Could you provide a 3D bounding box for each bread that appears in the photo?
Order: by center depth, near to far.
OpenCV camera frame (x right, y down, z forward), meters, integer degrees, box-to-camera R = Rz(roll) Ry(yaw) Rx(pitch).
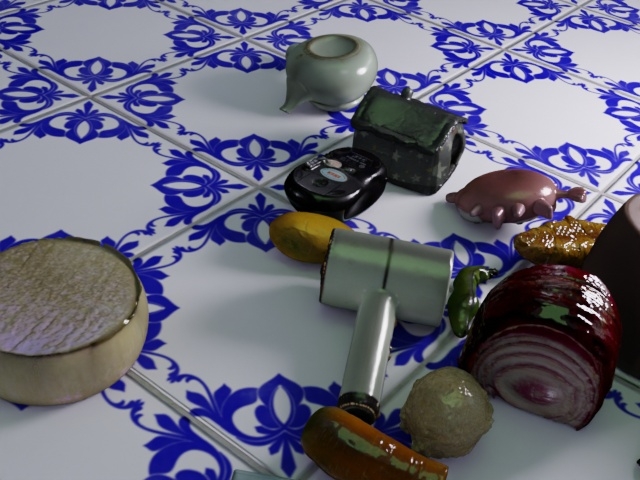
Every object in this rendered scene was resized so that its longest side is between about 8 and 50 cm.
[{"bbox_3d":[0.442,0.010,1.507,0.233,0.076,0.105,-3,42,-17],"label":"bread"}]

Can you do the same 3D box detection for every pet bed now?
[{"bbox_3d":[0.182,-0.217,1.703,0.210,0.159,0.183,22,38,21],"label":"pet bed"}]

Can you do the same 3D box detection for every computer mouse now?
[{"bbox_3d":[0.030,-0.094,1.568,0.137,0.096,0.233,34,40,25],"label":"computer mouse"}]

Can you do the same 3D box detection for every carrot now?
[{"bbox_3d":[0.067,0.283,1.074,0.193,0.087,0.087,26,40,19],"label":"carrot"}]

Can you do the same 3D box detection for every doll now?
[{"bbox_3d":[0.365,-0.083,1.590,0.261,0.093,0.211,-2,23,16],"label":"doll"}]

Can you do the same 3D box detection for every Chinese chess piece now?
[{"bbox_3d":[-0.383,0.110,1.208,0.269,0.112,0.270,4,37,-3],"label":"Chinese chess piece"}]

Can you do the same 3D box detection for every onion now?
[{"bbox_3d":[0.335,0.125,1.233,0.216,0.207,0.206,21,41,10],"label":"onion"}]

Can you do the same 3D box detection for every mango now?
[{"bbox_3d":[0.000,0.000,1.451,0.190,0.075,0.098,17,53,7],"label":"mango"}]

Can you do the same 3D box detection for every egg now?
[{"bbox_3d":[0.171,0.232,1.139,0.116,0.118,0.140,54,30,-8],"label":"egg"}]

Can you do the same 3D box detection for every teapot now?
[{"bbox_3d":[0.020,-0.403,1.937,0.219,0.149,0.318,0,37,2],"label":"teapot"}]

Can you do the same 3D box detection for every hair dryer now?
[{"bbox_3d":[0.082,0.137,1.258,0.203,0.128,0.362,11,44,4],"label":"hair dryer"}]

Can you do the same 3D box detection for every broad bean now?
[{"bbox_3d":[0.242,0.088,1.395,0.061,0.046,0.195,18,36,19],"label":"broad bean"}]

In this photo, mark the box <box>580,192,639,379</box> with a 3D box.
[{"bbox_3d":[0.577,0.062,1.346,0.300,0.216,0.301,6,36,-4],"label":"box"}]

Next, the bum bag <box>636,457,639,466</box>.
[{"bbox_3d":[0.474,0.328,1.115,0.057,0.034,0.124,-18,40,-9],"label":"bum bag"}]

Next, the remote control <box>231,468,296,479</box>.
[{"bbox_3d":[-0.034,0.322,1.046,0.162,0.029,0.061,9,38,2],"label":"remote control"}]
